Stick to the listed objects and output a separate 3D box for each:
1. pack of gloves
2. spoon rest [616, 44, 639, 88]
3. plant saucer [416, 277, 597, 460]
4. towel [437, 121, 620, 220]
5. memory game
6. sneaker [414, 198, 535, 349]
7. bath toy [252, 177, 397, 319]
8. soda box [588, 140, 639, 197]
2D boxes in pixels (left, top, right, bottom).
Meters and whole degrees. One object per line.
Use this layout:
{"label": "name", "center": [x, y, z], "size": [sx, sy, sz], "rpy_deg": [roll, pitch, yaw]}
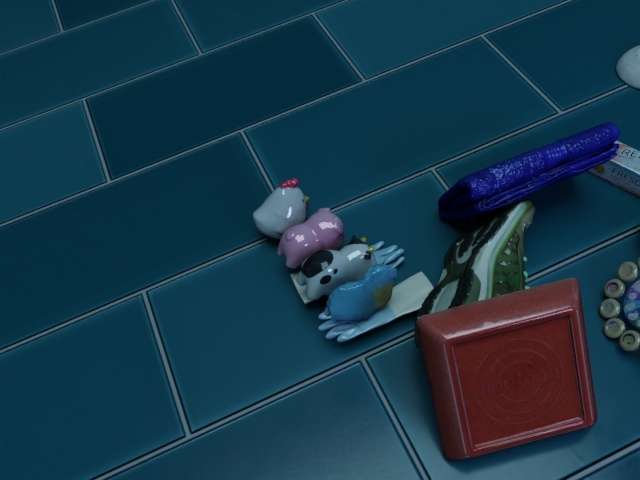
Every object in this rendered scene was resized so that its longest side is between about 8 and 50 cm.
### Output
{"label": "pack of gloves", "center": [0.083, 0.101, 1.194], "size": [0.232, 0.046, 0.195], "rpy_deg": [-20, 44, -11]}
{"label": "spoon rest", "center": [0.825, -0.434, 1.439], "size": [0.277, 0.084, 0.137], "rpy_deg": [-28, 54, 5]}
{"label": "plant saucer", "center": [0.300, 0.211, 0.958], "size": [0.259, 0.258, 0.047], "rpy_deg": [-14, 15, -1]}
{"label": "towel", "center": [0.392, -0.116, 1.195], "size": [0.308, 0.227, 0.076], "rpy_deg": [-21, 82, -6]}
{"label": "memory game", "center": [0.558, 0.104, 1.051], "size": [0.012, 0.186, 0.186], "rpy_deg": [25, 47, -30]}
{"label": "sneaker", "center": [0.317, 0.089, 1.125], "size": [0.182, 0.158, 0.410], "rpy_deg": [45, 54, -10]}
{"label": "bath toy", "center": [0.000, 0.000, 1.190], "size": [0.152, 0.129, 0.348], "rpy_deg": [1, 33, -40]}
{"label": "soda box", "center": [0.634, -0.138, 1.255], "size": [0.183, 0.063, 0.058], "rpy_deg": [36, 67, 28]}
